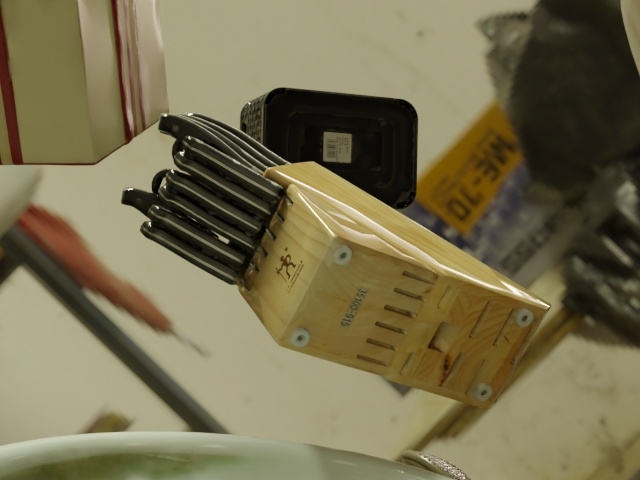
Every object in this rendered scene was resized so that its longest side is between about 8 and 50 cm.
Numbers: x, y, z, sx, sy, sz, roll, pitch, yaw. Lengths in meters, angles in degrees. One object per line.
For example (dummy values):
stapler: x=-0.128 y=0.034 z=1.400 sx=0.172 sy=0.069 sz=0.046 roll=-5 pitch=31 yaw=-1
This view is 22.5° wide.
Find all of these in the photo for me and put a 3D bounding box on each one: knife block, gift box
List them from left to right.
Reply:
gift box: x=-0.318 y=-0.222 z=1.606 sx=0.255 sy=0.276 sz=0.258 roll=-61 pitch=-30 yaw=-70
knife block: x=0.000 y=0.000 z=1.173 sx=0.088 sy=0.275 sz=0.242 roll=-62 pitch=32 yaw=15

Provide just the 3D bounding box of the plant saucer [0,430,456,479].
plant saucer: x=-0.051 y=0.208 z=0.899 sx=0.400 sy=0.400 sz=0.101 roll=-52 pitch=-31 yaw=-80

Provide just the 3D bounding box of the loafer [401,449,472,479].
loafer: x=0.128 y=0.250 z=1.539 sx=0.056 sy=0.148 sz=0.050 roll=23 pitch=-82 yaw=-50

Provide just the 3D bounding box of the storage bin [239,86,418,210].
storage bin: x=0.008 y=-0.095 z=1.755 sx=0.084 sy=0.180 sz=0.122 roll=169 pitch=103 yaw=-68

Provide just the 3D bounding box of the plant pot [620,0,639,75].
plant pot: x=0.378 y=-0.144 z=1.243 sx=0.323 sy=0.323 sz=0.280 roll=-46 pitch=38 yaw=17
